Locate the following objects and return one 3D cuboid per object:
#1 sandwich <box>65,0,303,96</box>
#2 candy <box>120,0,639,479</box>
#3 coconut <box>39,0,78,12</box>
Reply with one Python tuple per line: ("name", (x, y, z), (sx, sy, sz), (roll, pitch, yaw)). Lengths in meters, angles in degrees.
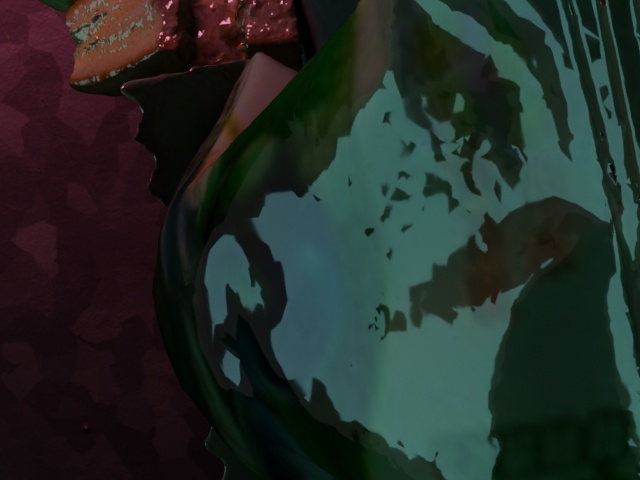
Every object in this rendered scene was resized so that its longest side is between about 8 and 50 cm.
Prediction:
("sandwich", (-0.135, -0.203, 1.361), (0.128, 0.235, 0.122), (85, -179, -70))
("candy", (0.044, 0.020, 0.534), (0.263, 0.172, 0.398), (71, 162, -2))
("coconut", (-0.253, -0.392, 1.542), (0.281, 0.328, 0.328), (78, 174, -48))
